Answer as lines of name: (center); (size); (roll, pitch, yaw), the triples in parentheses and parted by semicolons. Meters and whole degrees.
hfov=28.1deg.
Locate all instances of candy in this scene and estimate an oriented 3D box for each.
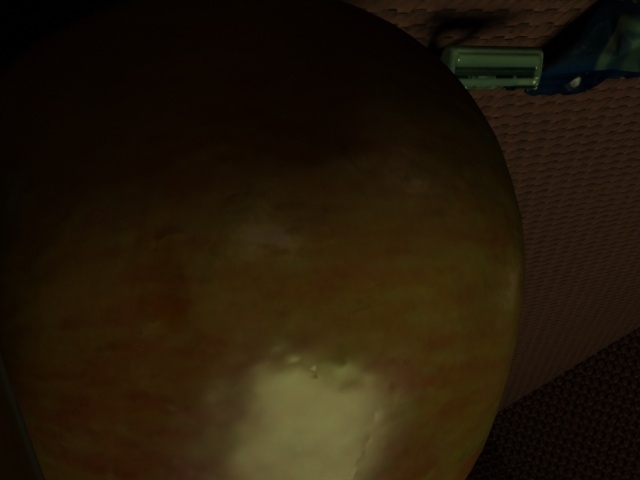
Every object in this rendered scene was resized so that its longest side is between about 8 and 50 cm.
candy: (0.334, -0.213, 1.099); (0.187, 0.077, 0.331); (-8, 160, -35)

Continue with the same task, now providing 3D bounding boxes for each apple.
apple: (-0.063, 0.027, 0.809); (0.347, 0.391, 0.391); (0, 154, -22)

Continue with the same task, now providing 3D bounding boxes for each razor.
razor: (0.062, -0.104, 1.124); (0.111, 0.056, 0.278); (-6, 163, -40)

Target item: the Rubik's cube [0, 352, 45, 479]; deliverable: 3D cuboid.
Rubik's cube: (-0.355, 0.080, 0.625); (0.347, 0.344, 0.346); (-15, 163, -22)

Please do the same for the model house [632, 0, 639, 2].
model house: (0.093, -0.191, 0.657); (0.248, 0.180, 0.176); (-23, 163, -20)
